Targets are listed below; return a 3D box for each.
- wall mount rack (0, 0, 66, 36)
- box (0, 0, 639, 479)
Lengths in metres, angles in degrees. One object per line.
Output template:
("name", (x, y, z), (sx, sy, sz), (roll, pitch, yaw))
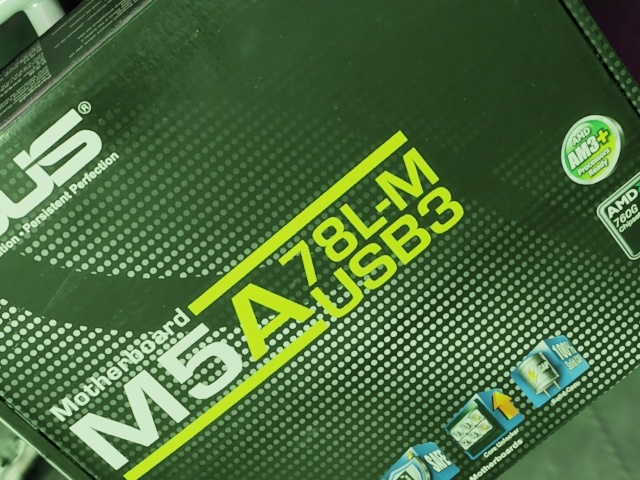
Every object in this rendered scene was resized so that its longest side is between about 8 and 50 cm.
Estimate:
("wall mount rack", (-0.243, -0.118, 0.480), (0.304, 0.130, 0.350), (-35, 75, 5))
("box", (0.000, 0.000, 0.400), (0.191, 0.184, 0.045), (-39, 31, 4))
